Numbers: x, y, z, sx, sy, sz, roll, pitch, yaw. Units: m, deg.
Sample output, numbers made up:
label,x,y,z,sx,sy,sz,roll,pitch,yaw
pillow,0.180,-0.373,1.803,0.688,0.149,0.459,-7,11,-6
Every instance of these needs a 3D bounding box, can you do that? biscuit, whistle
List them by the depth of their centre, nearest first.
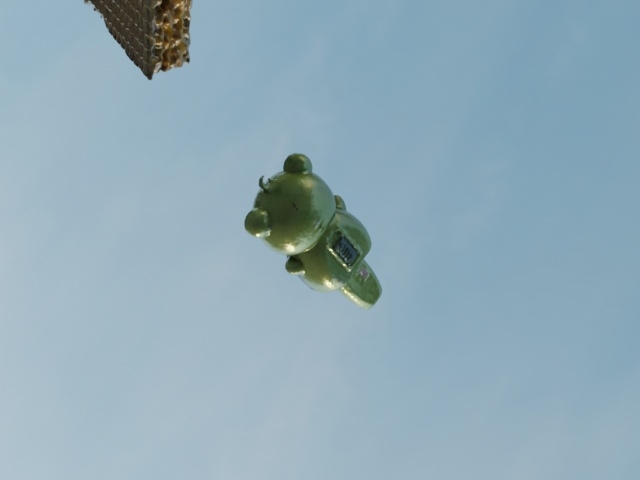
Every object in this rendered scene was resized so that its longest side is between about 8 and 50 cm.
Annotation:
label,x,y,z,sx,sy,sz,roll,pitch,yaw
biscuit,-0.218,-0.282,1.237,0.379,0.054,0.094,47,-39,50
whistle,0.000,0.000,1.276,0.085,0.227,0.105,17,-113,46
